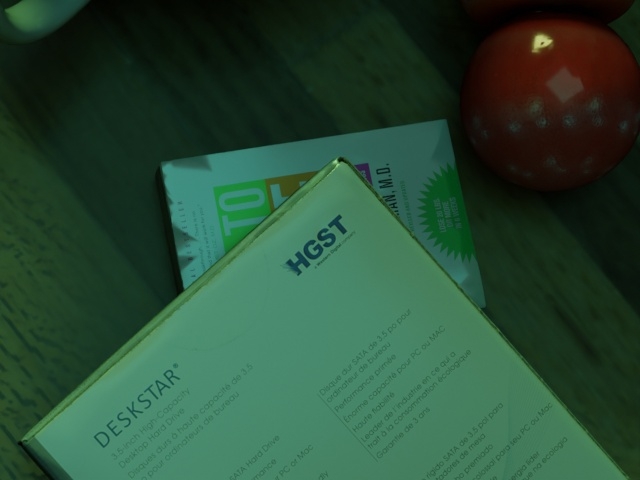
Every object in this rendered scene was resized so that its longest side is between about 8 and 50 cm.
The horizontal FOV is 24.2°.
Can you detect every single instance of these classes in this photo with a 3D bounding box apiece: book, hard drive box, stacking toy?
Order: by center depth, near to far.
[{"bbox_3d":[0.013,0.111,0.649,0.181,0.089,0.232,-42,92,-14],"label":"hard drive box"},{"bbox_3d":[0.000,0.000,0.725,0.144,0.035,0.096,-10,81,-13],"label":"book"},{"bbox_3d":[0.115,-0.188,0.742,0.141,0.141,0.330,0,80,-9],"label":"stacking toy"}]

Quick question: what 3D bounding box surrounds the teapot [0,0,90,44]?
[{"bbox_3d":[-0.069,-0.243,0.663,0.252,0.187,0.256,-23,79,10],"label":"teapot"}]
